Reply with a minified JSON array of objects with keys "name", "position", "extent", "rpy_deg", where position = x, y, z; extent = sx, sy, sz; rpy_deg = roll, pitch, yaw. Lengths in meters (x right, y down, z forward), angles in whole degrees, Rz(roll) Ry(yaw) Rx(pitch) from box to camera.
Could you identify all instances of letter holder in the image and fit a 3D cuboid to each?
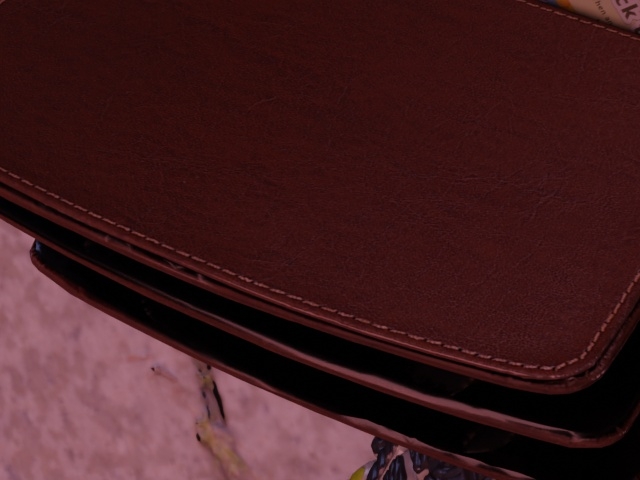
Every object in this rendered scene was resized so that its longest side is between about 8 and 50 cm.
[{"name":"letter holder","position":[0.000,0.000,0.802],"extent":[0.302,0.214,0.152],"rpy_deg":[21,134,21]}]

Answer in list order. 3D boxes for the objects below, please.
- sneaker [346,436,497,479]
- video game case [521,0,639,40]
[{"name":"sneaker","position":[0.071,0.141,0.966],"extent":[0.110,0.107,0.275],"rpy_deg":[21,132,-18]},{"name":"video game case","position":[0.097,-0.053,0.868],"extent":[0.206,0.026,0.227],"rpy_deg":[-20,110,45]}]
